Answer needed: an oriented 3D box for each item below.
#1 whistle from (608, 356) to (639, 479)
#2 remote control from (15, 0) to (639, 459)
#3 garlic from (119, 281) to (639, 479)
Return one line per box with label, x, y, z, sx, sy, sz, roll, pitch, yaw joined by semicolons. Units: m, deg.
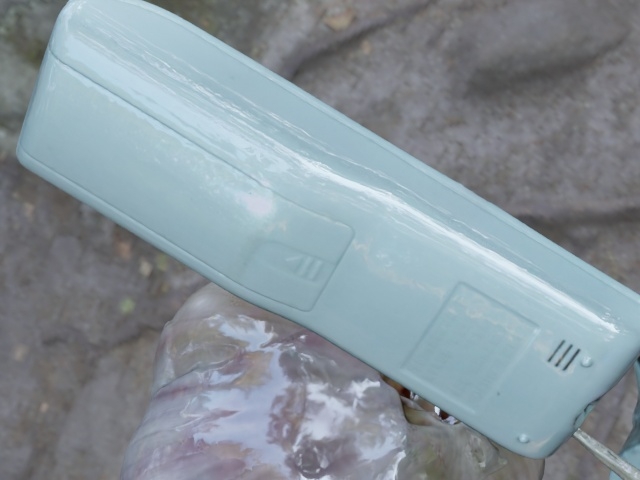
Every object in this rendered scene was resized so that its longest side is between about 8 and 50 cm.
whistle;0.339;0.204;1.131;0.188;0.405;0.168;10;46;33
remote control;0.000;0.000;0.376;0.029;0.162;0.061;-56;-4;-44
garlic;0.052;0.109;0.623;0.256;0.207;0.207;-2;67;21
